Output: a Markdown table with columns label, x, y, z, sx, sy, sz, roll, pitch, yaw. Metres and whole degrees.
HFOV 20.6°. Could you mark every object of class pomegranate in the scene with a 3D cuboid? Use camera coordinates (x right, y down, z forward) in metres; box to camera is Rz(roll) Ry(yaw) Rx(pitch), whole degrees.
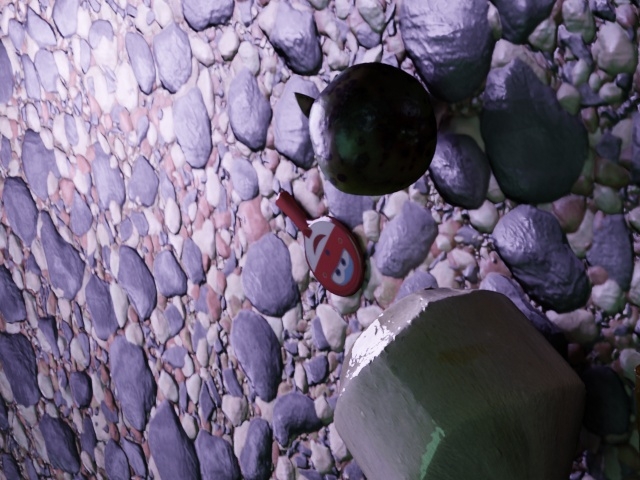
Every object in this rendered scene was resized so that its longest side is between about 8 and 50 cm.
| label | x | y | z | sx | sy | sz | roll | pitch | yaw |
| --- | --- | --- | --- | --- | --- | --- | --- | --- | --- |
| pomegranate | 0.051 | -0.123 | 1.873 | 0.169 | 0.148 | 0.149 | -123 | 30 | -61 |

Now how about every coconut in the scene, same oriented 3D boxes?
| label | x | y | z | sx | sy | sz | roll | pitch | yaw |
| --- | --- | --- | --- | --- | --- | --- | --- | --- | --- |
| coconut | 0.150 | 0.186 | 1.792 | 0.266 | 0.237 | 0.237 | 53 | 140 | 21 |

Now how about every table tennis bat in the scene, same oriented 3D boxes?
| label | x | y | z | sx | sy | sz | roll | pitch | yaw |
| --- | --- | --- | --- | --- | --- | --- | --- | --- | --- |
| table tennis bat | 0.000 | 0.000 | 2.079 | 0.155 | 0.019 | 0.098 | 48 | 138 | 22 |

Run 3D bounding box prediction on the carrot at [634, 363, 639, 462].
| label | x | y | z | sx | sy | sz | roll | pitch | yaw |
| --- | --- | --- | --- | --- | --- | --- | --- | --- | --- |
| carrot | 0.333 | 0.187 | 1.722 | 0.048 | 0.048 | 0.139 | 18 | 122 | 47 |
